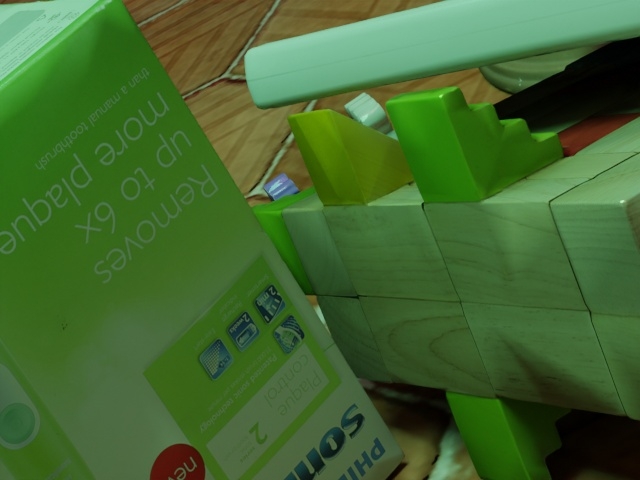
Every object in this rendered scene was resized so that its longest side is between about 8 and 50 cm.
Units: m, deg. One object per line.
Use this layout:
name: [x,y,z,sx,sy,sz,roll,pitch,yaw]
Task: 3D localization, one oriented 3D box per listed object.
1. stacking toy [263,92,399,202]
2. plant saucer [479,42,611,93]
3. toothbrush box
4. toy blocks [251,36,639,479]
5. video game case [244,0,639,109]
stacking toy: [0.000,0.000,1.091,0.167,0.052,0.221,-34,27,-3]
plant saucer: [0.225,-0.192,1.206,0.278,0.041,0.278,-25,26,13]
toothbrush box: [-0.121,0.059,0.829,0.206,0.283,0.122,-44,29,-26]
toy blocks: [0.166,-0.027,0.835,0.261,0.190,0.381,-27,12,-24]
video game case: [0.178,-0.124,0.882,0.329,0.036,0.300,-8,7,40]
